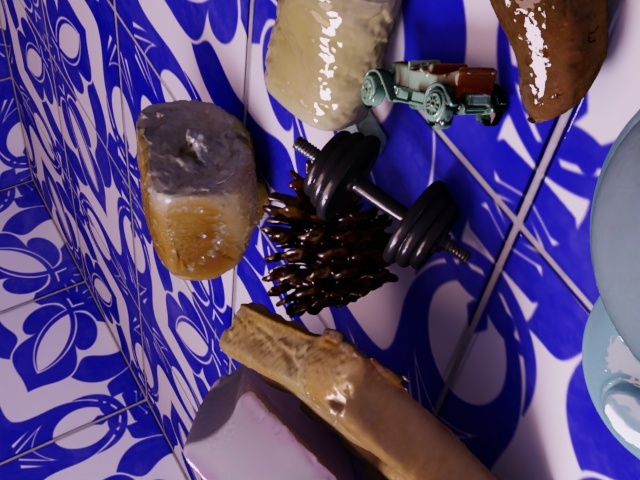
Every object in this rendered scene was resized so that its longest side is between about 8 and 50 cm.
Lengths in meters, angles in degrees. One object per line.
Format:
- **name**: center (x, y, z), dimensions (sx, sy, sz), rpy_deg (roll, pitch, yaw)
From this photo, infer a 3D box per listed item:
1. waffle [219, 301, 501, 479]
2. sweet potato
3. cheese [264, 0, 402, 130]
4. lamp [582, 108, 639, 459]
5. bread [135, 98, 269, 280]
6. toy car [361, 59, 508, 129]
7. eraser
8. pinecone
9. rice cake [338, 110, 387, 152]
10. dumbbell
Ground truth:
- **waffle**: center (0.066, 0.206, 1.003), dimensions (0.348, 0.077, 0.304), rpy_deg (45, 167, -26)
- **sweet potato**: center (0.119, -0.252, 0.641), dimensions (0.114, 0.092, 0.341), rpy_deg (157, 92, -84)
- **cheese**: center (0.008, -0.199, 0.903), dimensions (0.123, 0.094, 0.167), rpy_deg (34, 141, 13)
- **lamp**: center (0.244, 0.023, 0.533), dimensions (0.209, 0.147, 0.284), rpy_deg (49, 151, 35)
- **bread**: center (-0.165, -0.078, 1.324), dimensions (0.246, 0.176, 0.196), rpy_deg (96, 157, -53)
- **toy car**: center (0.098, -0.133, 0.823), dimensions (0.143, 0.073, 0.054), rpy_deg (30, 121, 57)
- **eraser**: center (-0.038, 0.287, 1.205), dimensions (0.272, 0.122, 0.359), rpy_deg (47, 179, -5)
- **pinecone**: center (0.005, -0.007, 1.031), dimensions (0.163, 0.163, 0.165), rpy_deg (-28, 77, 67)
- **rice cake**: center (0.014, -0.176, 1.017), dimensions (0.211, 0.034, 0.043), rpy_deg (64, 148, 12)
- **dumbbell**: center (0.059, -0.041, 0.917), dimensions (0.208, 0.099, 0.099), rpy_deg (35, 148, 12)
